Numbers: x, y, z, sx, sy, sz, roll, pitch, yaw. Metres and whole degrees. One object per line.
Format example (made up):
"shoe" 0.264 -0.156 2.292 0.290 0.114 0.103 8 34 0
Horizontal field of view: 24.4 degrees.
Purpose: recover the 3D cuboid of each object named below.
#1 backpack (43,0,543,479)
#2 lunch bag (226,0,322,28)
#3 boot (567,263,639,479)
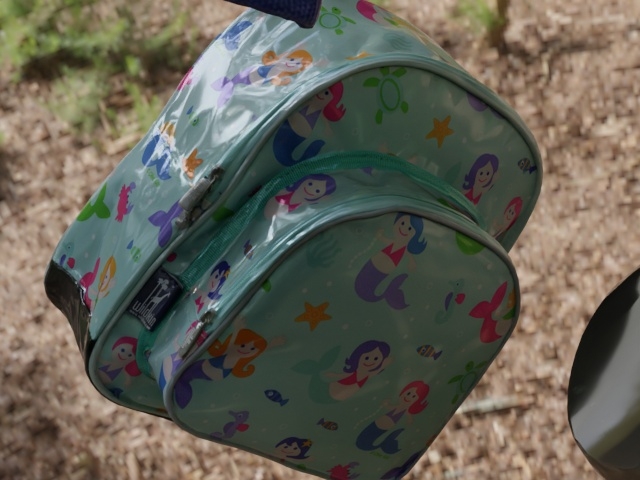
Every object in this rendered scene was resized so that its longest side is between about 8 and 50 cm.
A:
"backpack" 0.000 0.000 0.819 0.254 0.225 0.191 -56 40 8
"lunch bag" -0.139 -0.280 0.517 0.385 0.238 0.328 31 105 52
"boot" 0.156 0.026 0.418 0.112 0.115 0.305 -27 2 28
